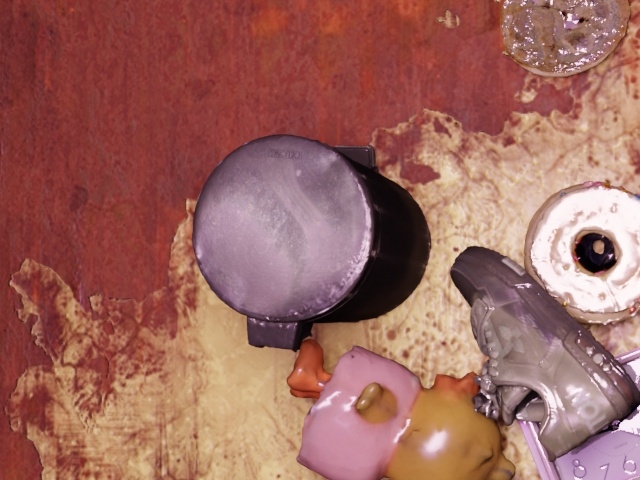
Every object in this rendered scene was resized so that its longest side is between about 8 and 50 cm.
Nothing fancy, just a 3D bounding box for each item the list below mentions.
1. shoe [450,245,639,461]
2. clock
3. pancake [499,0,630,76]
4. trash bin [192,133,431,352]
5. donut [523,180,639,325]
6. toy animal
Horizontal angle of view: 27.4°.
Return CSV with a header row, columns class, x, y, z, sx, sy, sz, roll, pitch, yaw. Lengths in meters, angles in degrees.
class,x,y,z,sx,sy,sz,roll,pitch,yaw
shoe,0.213,0.129,1.484,0.149,0.109,0.293,-40,50,-10
clock,0.338,0.216,1.510,0.197,0.063,0.150,-23,77,14
pancake,0.296,-0.270,1.593,0.158,0.028,0.158,-3,80,18
trash bin,0.000,0.000,1.515,0.203,0.301,0.252,3,87,17
donut,0.323,0.016,1.534,0.174,0.068,0.175,-1,86,16
toy animal,0.093,0.219,1.530,0.281,0.195,0.169,13,79,3
